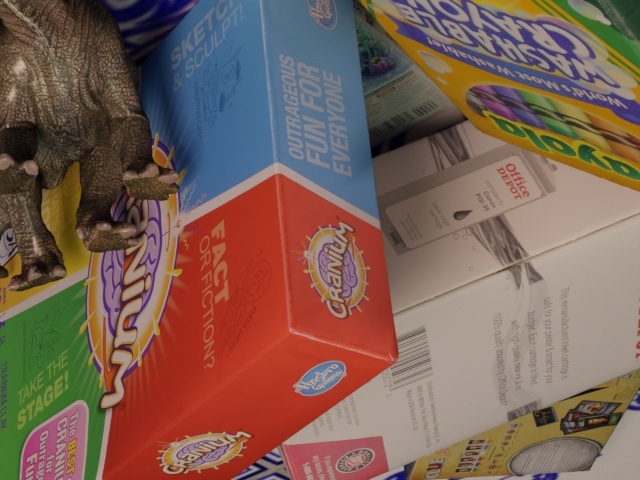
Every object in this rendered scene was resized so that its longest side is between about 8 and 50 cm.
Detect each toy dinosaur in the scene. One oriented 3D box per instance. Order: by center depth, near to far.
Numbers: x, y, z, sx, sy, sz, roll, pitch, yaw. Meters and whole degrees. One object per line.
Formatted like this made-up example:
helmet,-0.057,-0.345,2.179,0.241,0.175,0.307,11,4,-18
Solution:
toy dinosaur,-0.142,-0.074,0.931,0.121,0.160,0.313,-5,154,-6

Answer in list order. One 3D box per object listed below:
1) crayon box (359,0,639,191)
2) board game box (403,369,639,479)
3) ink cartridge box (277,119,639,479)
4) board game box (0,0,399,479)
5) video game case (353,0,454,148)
crayon box,0.128,-0.109,0.874,0.203,0.083,0.323,24,171,39
board game box,0.165,0.118,1.385,0.165,0.042,0.243,-1,147,-11
ink cartridge box,0.086,0.034,1.109,0.283,0.117,0.207,-22,148,-5
board game box,-0.087,0.024,0.960,0.064,0.242,0.316,17,141,-31
video game case,-0.019,-0.086,1.044,0.157,0.019,0.143,-26,144,27
